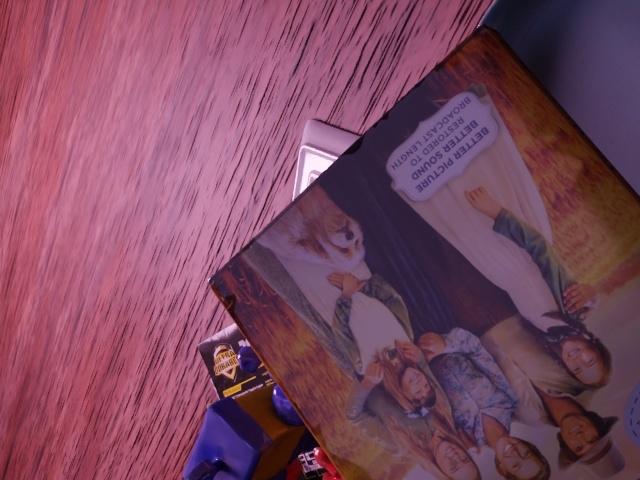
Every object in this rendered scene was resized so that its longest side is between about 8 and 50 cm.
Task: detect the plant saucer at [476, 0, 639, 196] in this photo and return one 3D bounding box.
[{"bbox_3d":[0.248,-0.072,0.606,0.318,0.044,0.317,25,133,30],"label":"plant saucer"}]

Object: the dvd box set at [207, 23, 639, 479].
[{"bbox_3d":[0.140,0.103,0.608,0.308,0.062,0.420,-41,77,22],"label":"dvd box set"}]

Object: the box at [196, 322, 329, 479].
[{"bbox_3d":[0.008,0.183,0.948,0.322,0.079,0.257,-33,76,47],"label":"box"}]

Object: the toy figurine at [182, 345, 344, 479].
[{"bbox_3d":[-0.021,0.181,0.761,0.191,0.217,0.362,46,132,26],"label":"toy figurine"}]

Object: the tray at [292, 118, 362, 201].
[{"bbox_3d":[0.000,0.000,1.001,0.145,0.030,0.270,26,114,45],"label":"tray"}]

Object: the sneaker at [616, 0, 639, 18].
[{"bbox_3d":[0.241,-0.255,0.629,0.235,0.094,0.153,41,133,52],"label":"sneaker"}]
